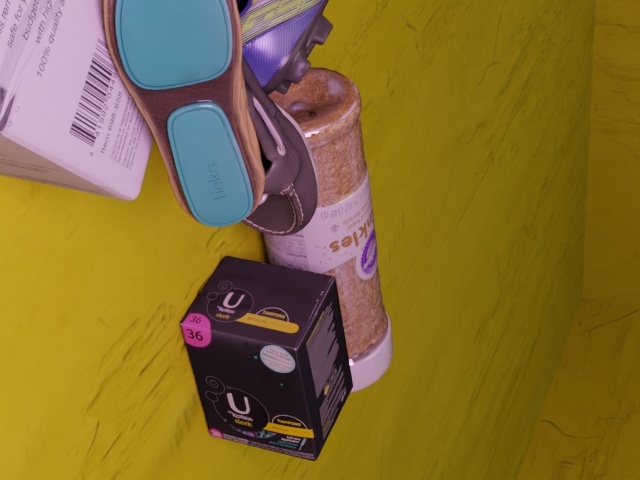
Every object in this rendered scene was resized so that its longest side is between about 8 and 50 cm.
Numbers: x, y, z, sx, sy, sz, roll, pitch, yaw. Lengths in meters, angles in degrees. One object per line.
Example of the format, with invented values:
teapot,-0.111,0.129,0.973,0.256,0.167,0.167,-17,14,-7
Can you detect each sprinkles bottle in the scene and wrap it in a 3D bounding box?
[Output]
sprinkles bottle,0.000,0.000,1.193,0.121,0.121,0.355,-59,150,-42

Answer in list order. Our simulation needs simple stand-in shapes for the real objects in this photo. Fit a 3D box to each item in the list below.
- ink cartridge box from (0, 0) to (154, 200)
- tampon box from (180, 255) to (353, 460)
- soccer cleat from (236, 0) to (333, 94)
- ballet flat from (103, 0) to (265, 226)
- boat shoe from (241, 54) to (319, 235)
ink cartridge box,-0.187,-0.156,0.658,0.273,0.114,0.197,36,66,-68
tampon box,-0.048,0.114,1.121,0.101,0.120,0.161,-60,151,-42
soccer cleat,-0.021,-0.264,1.016,0.289,0.121,0.093,-65,-166,-17
ballet flat,-0.084,-0.107,0.717,0.232,0.080,0.073,84,-3,-46
boat shoe,-0.090,-0.099,0.931,0.335,0.112,0.095,67,32,-45
